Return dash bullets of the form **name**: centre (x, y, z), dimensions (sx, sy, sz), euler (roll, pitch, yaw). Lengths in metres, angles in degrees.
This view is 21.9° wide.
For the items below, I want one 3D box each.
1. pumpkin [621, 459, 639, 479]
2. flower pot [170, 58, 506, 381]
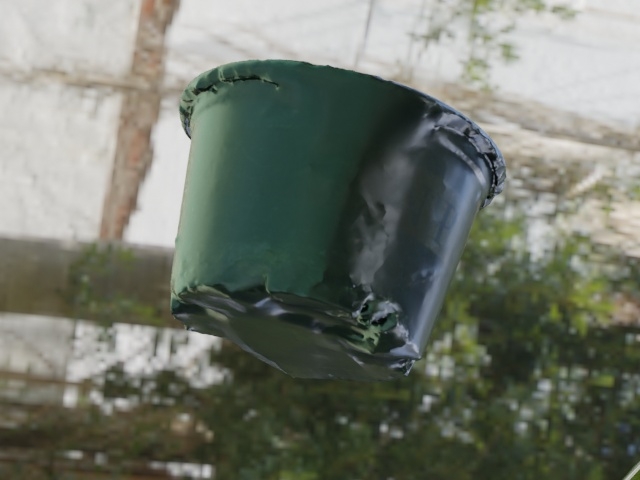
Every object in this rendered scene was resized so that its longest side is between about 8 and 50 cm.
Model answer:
- **pumpkin**: centre (0.196, 0.160, 0.446), dimensions (0.332, 0.199, 0.332), euler (56, -12, 19)
- **flower pot**: centre (0.000, 0.000, 0.760), dimensions (0.157, 0.157, 0.107), euler (147, -41, -64)
